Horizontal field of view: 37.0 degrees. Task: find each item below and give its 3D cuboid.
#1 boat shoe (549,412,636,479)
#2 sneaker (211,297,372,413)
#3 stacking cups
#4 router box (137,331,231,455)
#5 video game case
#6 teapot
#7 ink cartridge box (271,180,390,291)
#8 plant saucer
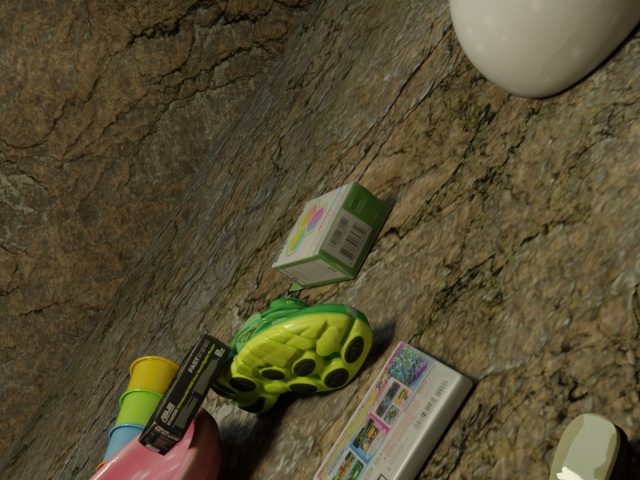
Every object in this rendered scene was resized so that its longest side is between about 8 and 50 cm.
[{"bbox_3d":[0.145,0.168,0.564,0.049,0.042,0.133,19,75,47],"label":"boat shoe"},{"bbox_3d":[-0.039,0.110,1.073,0.295,0.109,0.124,-31,33,56],"label":"sneaker"},{"bbox_3d":[-0.272,0.313,1.388,0.096,0.096,0.316,-44,23,35],"label":"stacking cups"},{"bbox_3d":[-0.153,0.174,1.077,0.122,0.038,0.092,-63,7,-31],"label":"router box"},{"bbox_3d":[0.059,0.171,0.839,0.157,0.019,0.143,-57,16,-4],"label":"video game case"},{"bbox_3d":[0.218,-0.284,0.977,0.256,0.187,0.252,-44,20,32],"label":"teapot"},{"bbox_3d":[0.000,0.000,1.261,0.109,0.062,0.209,-62,17,-19],"label":"ink cartridge box"},{"bbox_3d":[-0.229,0.343,1.120,0.332,0.084,0.332,-41,12,11],"label":"plant saucer"}]
